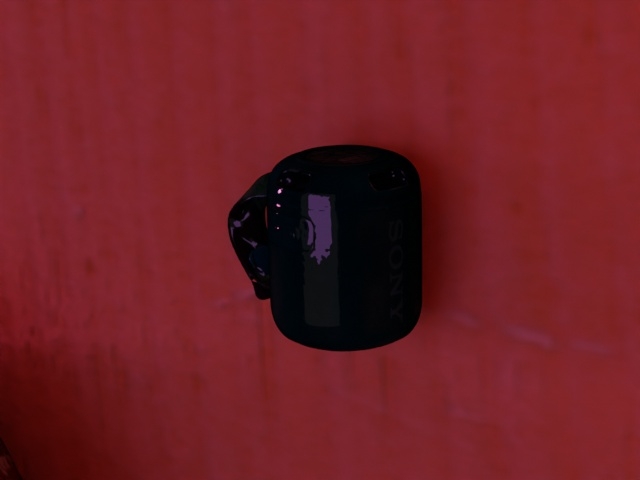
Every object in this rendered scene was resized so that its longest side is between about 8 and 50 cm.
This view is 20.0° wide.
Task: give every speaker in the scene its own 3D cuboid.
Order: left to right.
[{"bbox_3d":[0.004,-0.001,0.718,0.094,0.060,0.075,-143,50,-65],"label":"speaker"}]

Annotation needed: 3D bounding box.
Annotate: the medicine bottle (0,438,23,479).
[{"bbox_3d":[-0.236,0.188,0.814,0.252,0.252,0.240,-31,84,38],"label":"medicine bottle"}]
